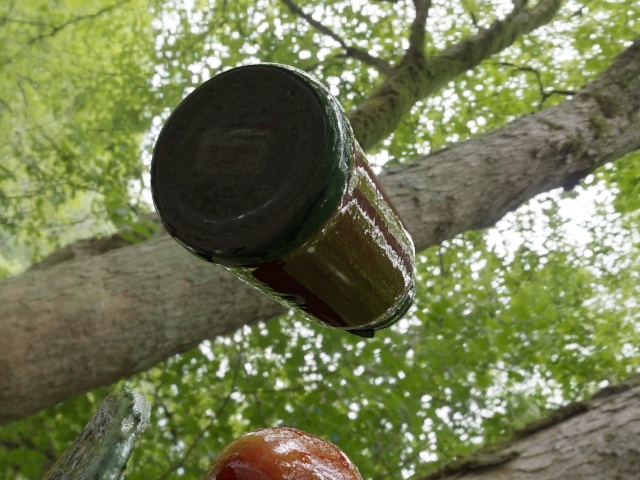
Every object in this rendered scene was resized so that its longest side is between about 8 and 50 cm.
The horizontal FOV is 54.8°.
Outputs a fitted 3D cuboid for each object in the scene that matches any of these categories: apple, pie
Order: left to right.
[{"bbox_3d":[-0.336,0.339,0.856,0.067,0.302,0.302,39,-28,-16],"label":"pie"},{"bbox_3d":[-0.057,0.413,0.914,0.216,0.260,0.260,-19,-92,67],"label":"apple"}]

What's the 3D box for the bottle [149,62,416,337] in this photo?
[{"bbox_3d":[0.000,0.000,0.541,0.144,0.144,0.336,54,3,29],"label":"bottle"}]
